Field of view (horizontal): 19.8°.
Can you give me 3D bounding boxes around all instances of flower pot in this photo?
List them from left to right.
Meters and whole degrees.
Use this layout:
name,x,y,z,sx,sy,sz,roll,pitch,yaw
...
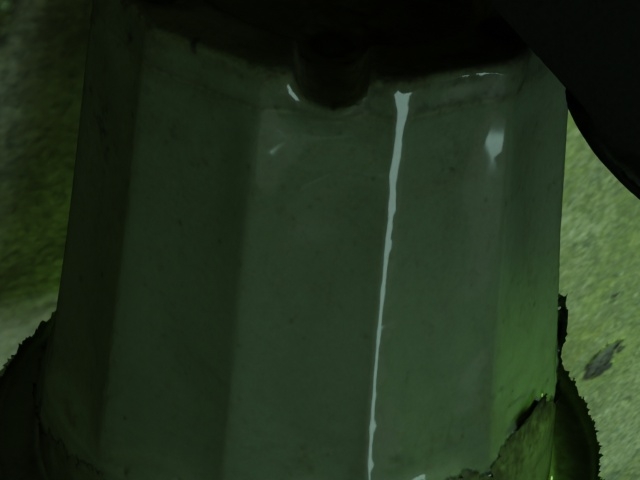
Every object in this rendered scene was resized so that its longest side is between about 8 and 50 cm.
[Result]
name,x,y,z,sx,sy,sz,roll,pitch,yaw
flower pot,0.000,0.000,0.774,0.290,0.290,0.259,-16,130,-30

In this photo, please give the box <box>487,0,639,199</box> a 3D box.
name,x,y,z,sx,sy,sz,roll,pitch,yaw
box,0.198,-0.175,0.682,0.251,0.204,0.345,-44,166,23
